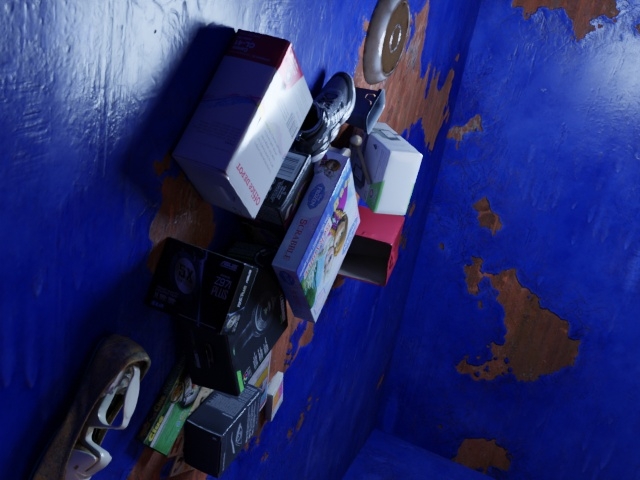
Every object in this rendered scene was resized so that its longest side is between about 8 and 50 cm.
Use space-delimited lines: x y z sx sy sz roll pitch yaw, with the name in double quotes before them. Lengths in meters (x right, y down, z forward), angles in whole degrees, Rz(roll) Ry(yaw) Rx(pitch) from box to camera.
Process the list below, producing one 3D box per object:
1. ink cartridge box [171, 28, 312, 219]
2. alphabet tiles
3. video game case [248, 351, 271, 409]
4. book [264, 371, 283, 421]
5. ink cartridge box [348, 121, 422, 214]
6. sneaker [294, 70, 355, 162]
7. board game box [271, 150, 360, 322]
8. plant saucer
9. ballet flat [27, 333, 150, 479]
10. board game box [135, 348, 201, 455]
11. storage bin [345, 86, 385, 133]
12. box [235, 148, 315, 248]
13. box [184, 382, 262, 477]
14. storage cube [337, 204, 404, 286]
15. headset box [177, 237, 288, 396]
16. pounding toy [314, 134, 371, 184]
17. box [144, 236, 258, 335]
"ink cartridge box" -0.149 -0.232 1.502 0.306 0.131 0.226 -64 161 -16
"alphabet tiles" -0.297 0.443 1.938 0.285 0.011 0.343 31 79 -72
"video game case" -0.203 0.434 2.160 0.204 0.025 0.285 -52 155 -51
"book" -0.149 0.507 2.404 0.096 0.035 0.144 -57 158 -45
"ink cartridge box" 0.181 -0.226 2.251 0.273 0.114 0.198 -125 -137 -56
"sneaker" 0.008 -0.339 1.892 0.269 0.101 0.153 -64 164 -13
"board game box" 0.000 0.000 1.807 0.318 0.065 0.319 74 38 -63
"plant saucer" 0.214 -0.631 2.297 0.311 0.050 0.311 -54 155 -39
"ballet flat" -0.412 0.341 1.336 0.349 0.123 0.123 -66 161 -14
"board game box" -0.330 0.362 1.722 0.260 0.030 0.136 -64 159 -21
"storage bin" 0.124 -0.397 2.196 0.098 0.091 0.135 81 32 -56
"box" -0.100 -0.086 1.769 0.165 0.143 0.270 -63 161 -24
"box" -0.251 0.479 1.917 0.207 0.108 0.153 -42 147 -55
"storage cube" 0.168 0.014 2.556 0.193 0.215 0.184 -58 158 -53
"headset box" -0.201 0.177 1.701 0.283 0.131 0.246 -52 145 -49
"pounding toy" 0.059 -0.185 2.113 0.154 0.154 0.270 30 80 -76
"box" -0.238 0.092 1.484 0.147 0.180 0.077 -70 162 -3
